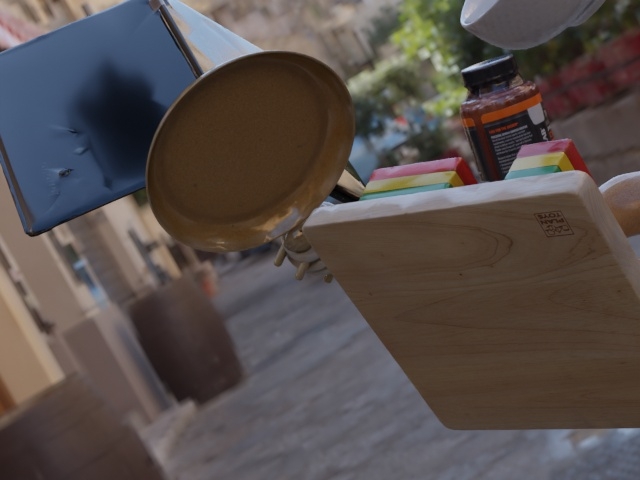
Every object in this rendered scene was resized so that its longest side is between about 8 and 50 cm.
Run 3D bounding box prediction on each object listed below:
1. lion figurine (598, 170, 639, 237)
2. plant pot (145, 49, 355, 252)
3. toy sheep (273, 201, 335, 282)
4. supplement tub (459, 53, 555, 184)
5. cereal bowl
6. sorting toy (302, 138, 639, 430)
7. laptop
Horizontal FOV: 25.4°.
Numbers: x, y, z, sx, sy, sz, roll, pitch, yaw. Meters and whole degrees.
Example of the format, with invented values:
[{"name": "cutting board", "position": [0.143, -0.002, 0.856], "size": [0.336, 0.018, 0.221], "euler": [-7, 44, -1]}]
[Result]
[{"name": "lion figurine", "position": [0.463, -0.055, 2.151], "size": [0.392, 0.240, 0.142], "euler": [-16, -11, 8]}, {"name": "plant pot", "position": [-0.074, -0.094, 1.449], "size": [0.236, 0.236, 0.032], "euler": [-30, 44, -11]}, {"name": "toy sheep", "position": [0.000, 0.000, 1.580], "size": [0.091, 0.091, 0.132], "euler": [-29, -16, 25]}, {"name": "supplement tub", "position": [0.238, -0.129, 1.777], "size": [0.106, 0.198, 0.106], "euler": [-18, 10, 3]}, {"name": "cereal bowl", "position": [0.347, -0.406, 2.014], "size": [0.339, 0.141, 0.339], "euler": [-55, 9, 14]}, {"name": "sorting toy", "position": [0.161, 0.037, 1.141], "size": [0.257, 0.255, 0.089], "euler": [-7, 40, 40]}, {"name": "laptop", "position": [-0.195, -0.134, 1.869], "size": [0.408, 0.382, 0.236], "euler": [26, -66, -40]}]
